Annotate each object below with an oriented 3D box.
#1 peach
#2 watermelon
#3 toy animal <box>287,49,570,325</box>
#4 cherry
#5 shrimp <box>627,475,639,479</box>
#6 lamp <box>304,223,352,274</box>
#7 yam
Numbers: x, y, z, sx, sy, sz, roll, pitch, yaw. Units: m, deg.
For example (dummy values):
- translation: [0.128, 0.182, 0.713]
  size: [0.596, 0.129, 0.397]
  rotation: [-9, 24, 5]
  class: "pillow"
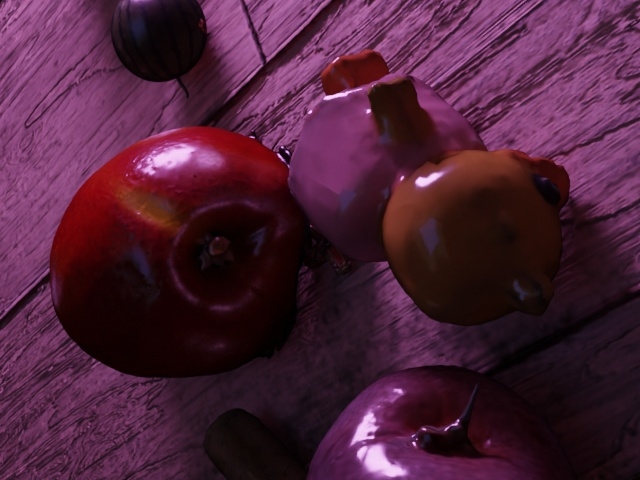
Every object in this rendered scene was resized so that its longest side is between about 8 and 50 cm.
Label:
- translation: [-0.179, 0.012, 1.253]
  size: [0.362, 0.201, 0.257]
  rotation: [8, 101, 53]
  class: "peach"
- translation: [-0.172, -0.217, 1.328]
  size: [0.105, 0.105, 0.133]
  rotation: [0, 114, 48]
  class: "watermelon"
- translation: [0.092, -0.034, 0.994]
  size: [0.281, 0.169, 0.195]
  rotation: [36, 160, 36]
  class: "toy animal"
- translation: [0.087, 0.242, 0.955]
  size: [0.261, 0.221, 0.307]
  rotation: [-88, 16, -60]
  class: "cherry"
- translation: [0.280, 0.222, 0.871]
  size: [0.294, 0.062, 0.154]
  rotation: [-52, 49, 37]
  class: "shrimp"
- translation: [0.000, 0.000, 1.194]
  size: [0.083, 0.031, 0.063]
  rotation: [8, 96, 52]
  class: "lamp"
- translation: [0.008, 0.295, 1.160]
  size: [0.371, 0.083, 0.083]
  rotation: [45, 123, 39]
  class: "yam"
